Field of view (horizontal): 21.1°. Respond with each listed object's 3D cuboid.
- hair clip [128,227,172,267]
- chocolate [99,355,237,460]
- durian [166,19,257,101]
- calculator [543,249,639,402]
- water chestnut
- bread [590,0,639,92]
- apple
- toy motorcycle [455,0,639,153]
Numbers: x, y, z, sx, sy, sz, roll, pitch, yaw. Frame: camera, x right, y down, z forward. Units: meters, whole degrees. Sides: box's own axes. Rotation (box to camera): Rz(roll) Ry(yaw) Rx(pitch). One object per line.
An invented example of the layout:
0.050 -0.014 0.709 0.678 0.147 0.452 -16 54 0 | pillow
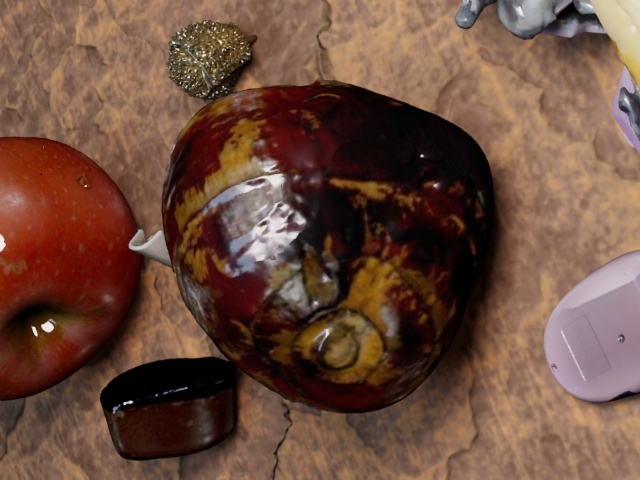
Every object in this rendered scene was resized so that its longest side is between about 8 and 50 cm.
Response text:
-0.088 0.003 1.491 0.034 0.226 0.072 2 104 34 | hair clip
-0.142 0.168 1.622 0.148 0.125 0.080 -4 106 37 | chocolate
-0.100 -0.169 1.588 0.080 0.091 0.080 58 165 26 | durian
0.241 0.066 1.335 0.166 0.024 0.103 -37 69 37 | calculator
0.000 0.000 1.390 0.244 0.289 0.289 -20 79 59 | water chestnut
0.314 -0.254 1.018 0.279 0.371 0.390 -36 73 35 | bread
-0.303 0.019 1.654 0.260 0.260 0.216 -55 49 29 | apple
0.206 -0.175 1.287 0.327 0.143 0.188 56 135 5 | toy motorcycle
